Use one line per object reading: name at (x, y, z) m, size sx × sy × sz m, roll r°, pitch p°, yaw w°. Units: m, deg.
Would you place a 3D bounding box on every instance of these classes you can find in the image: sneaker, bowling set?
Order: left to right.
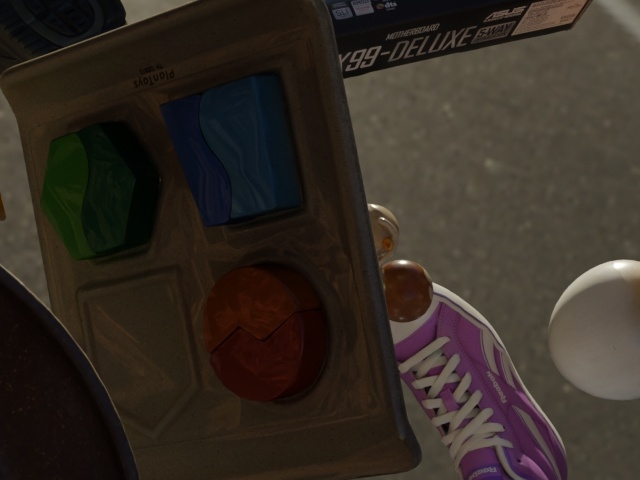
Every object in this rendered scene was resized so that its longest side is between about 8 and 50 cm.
sneaker at (-0.275, -0.197, 1.468) m, size 0.286 × 0.130 × 0.109 m, roll 44°, pitch 61°, yaw 9°
bowling set at (0.000, 0.000, 1.602) m, size 0.200 × 0.154 × 0.287 m, roll -11°, pitch 27°, yaw -34°
sneaker at (0.144, 0.164, 1.873) m, size 0.282 × 0.102 × 0.161 m, roll 47°, pitch 22°, yaw -10°

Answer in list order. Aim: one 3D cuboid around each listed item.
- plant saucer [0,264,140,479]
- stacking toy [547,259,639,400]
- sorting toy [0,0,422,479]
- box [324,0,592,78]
plant saucer at (-0.141, 0.081, 0.461) m, size 0.199 × 0.036 × 0.198 m, roll 6°, pitch 67°, yaw -13°
stacking toy at (0.390, 0.017, 1.530) m, size 0.350 × 0.480 × 0.350 m, roll 31°, pitch 46°, yaw -37°
sorting toy at (-0.098, 0.018, 0.938) m, size 0.307 × 0.229 × 0.041 m, roll -13°, pitch 0°, yaw 41°
box at (0.036, -0.253, 1.515) m, size 0.307 × 0.076 × 0.242 m, roll -14°, pitch 67°, yaw -25°
